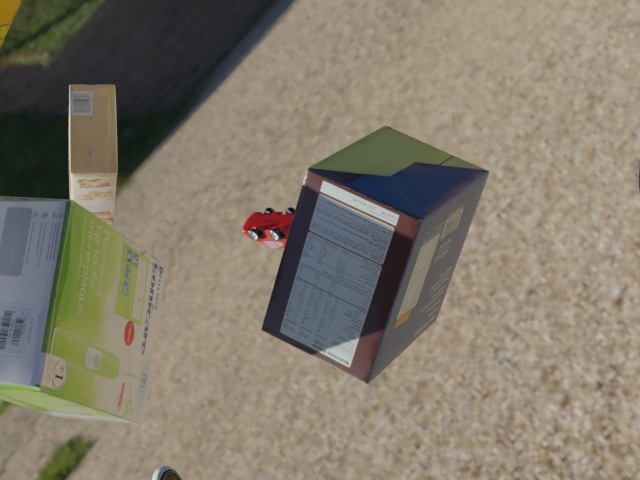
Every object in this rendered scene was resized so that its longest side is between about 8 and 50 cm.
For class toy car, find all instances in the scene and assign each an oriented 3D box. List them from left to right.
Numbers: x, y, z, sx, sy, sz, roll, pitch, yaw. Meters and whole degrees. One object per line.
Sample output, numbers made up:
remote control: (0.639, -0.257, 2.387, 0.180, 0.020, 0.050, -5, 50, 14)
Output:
toy car: (0.000, 0.000, 1.931, 0.239, 0.053, 0.225, -20, 34, 7)

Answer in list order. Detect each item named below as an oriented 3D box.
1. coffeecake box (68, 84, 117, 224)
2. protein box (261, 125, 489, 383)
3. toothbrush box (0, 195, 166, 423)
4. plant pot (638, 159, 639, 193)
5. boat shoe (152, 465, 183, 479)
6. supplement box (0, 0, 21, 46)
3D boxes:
coffeecake box: (-0.335, -0.122, 1.821, 0.185, 0.068, 0.142, 115, 152, -65)
protein box: (0.062, 0.011, 1.351, 0.200, 0.136, 0.201, -33, -35, -57)
toothbrush box: (-0.292, 0.087, 1.415, 0.283, 0.122, 0.206, 52, -136, -70)
plant pot: (0.550, -0.028, 1.342, 0.334, 0.305, 0.333, -13, 62, 26)
boat shoe: (-0.180, 0.363, 1.630, 0.049, 0.142, 0.040, -23, 10, -41)
supplement box: (-0.410, -0.391, 1.337, 0.356, 0.194, 0.195, -60, -22, 16)
